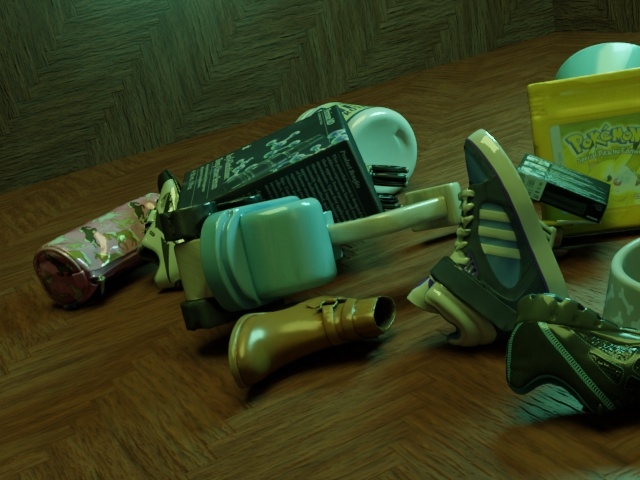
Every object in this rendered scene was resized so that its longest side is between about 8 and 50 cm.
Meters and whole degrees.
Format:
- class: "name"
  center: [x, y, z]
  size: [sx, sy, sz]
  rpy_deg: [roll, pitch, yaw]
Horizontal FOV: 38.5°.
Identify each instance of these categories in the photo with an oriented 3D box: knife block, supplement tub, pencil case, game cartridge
- class: "knife block"
  center: [0.068, -0.150, 2.178]
  size: [0.242, 0.276, 0.088]
  rpy_deg: [-40, 16, 9]
- class: "supplement tub"
  center: [0.077, -0.245, 2.437]
  size: [0.235, 0.236, 0.324]
  rpy_deg: [-21, 21, -26]
- class: "pencil case"
  center: [-0.482, 0.014, 2.146]
  size: [0.160, 0.167, 0.386]
  rpy_deg: [-41, -2, 37]
- class: "game cartridge"
  center: [0.573, -0.177, 1.834]
  size: [0.285, 0.324, 0.052]
  rpy_deg: [-7, -10, 14]

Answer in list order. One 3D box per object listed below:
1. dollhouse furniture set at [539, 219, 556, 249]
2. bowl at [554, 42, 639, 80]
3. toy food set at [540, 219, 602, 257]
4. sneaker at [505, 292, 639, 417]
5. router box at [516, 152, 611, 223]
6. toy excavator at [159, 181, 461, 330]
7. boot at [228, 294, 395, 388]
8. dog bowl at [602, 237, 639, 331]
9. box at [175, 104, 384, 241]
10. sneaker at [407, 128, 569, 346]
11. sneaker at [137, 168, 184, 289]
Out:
- class: "dollhouse furniture set"
  center: [0.301, 0.020, 1.650]
  size: [0.183, 0.129, 0.129]
  rpy_deg: [-14, 52, 52]
- class: "bowl"
  center: [0.698, -0.300, 2.193]
  size: [0.311, 0.312, 0.163]
  rpy_deg: [-1, 45, 30]
- class: "toy food set"
  center: [0.414, -0.002, 1.763]
  size: [0.128, 0.071, 0.217]
  rpy_deg: [-1, 0, -41]
- class: "sneaker"
  center: [0.413, 0.180, 1.209]
  size: [0.340, 0.125, 0.140]
  rpy_deg: [13, 72, 26]
- class: "router box"
  center: [0.459, -0.102, 1.749]
  size: [0.178, 0.046, 0.133]
  rpy_deg: [23, 26, 12]
- class: "toy excavator"
  center: [0.000, 0.000, 1.687]
  size: [0.445, 0.223, 0.433]
  rpy_deg: [-10, 4, 32]
- class: "boot"
  center: [-0.009, 0.160, 1.516]
  size: [0.220, 0.109, 0.283]
  rpy_deg: [-7, 6, 25]
- class: "dog bowl"
  center: [0.608, 0.068, 1.404]
  size: [0.348, 0.102, 0.349]
  rpy_deg: [-11, 18, 3]
- class: "box"
  center: [-0.088, -0.090, 1.975]
  size: [0.395, 0.212, 0.293]
  rpy_deg: [-24, 21, 5]
- class: "sneaker"
  center: [0.231, 0.010, 1.470]
  size: [0.236, 0.323, 0.130]
  rpy_deg: [-25, -2, 4]
- class: "sneaker"
  center: [-0.358, -0.028, 2.089]
  size: [0.146, 0.122, 0.331]
  rpy_deg: [-20, 50, -2]
